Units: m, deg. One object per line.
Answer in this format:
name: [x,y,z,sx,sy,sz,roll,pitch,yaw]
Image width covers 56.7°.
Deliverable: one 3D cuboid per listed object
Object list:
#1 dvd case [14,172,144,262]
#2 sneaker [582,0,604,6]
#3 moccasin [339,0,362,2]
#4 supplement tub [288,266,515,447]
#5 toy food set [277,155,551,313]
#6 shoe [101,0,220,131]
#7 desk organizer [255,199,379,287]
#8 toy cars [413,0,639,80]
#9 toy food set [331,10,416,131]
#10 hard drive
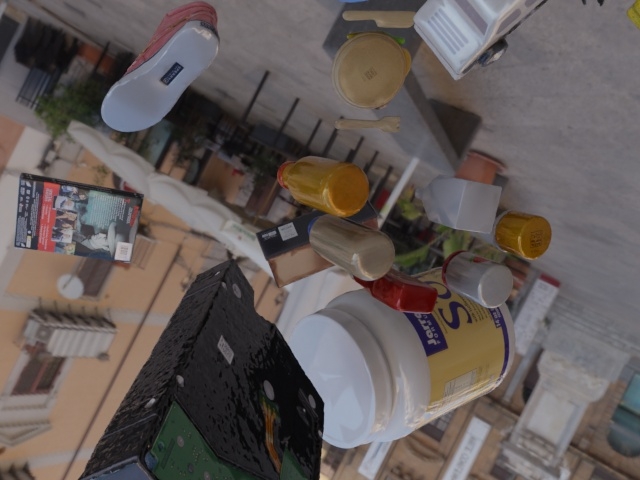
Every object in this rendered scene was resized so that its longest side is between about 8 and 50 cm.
dvd case: [-0.254,-0.021,0.623,0.119,0.087,0.013,10,-149,-19]
sneaker: [0.394,-0.405,0.788,0.051,0.089,0.170,2,159,-3]
moccasin: [0.021,-0.416,0.798,0.117,0.137,0.342,56,-178,-38]
supplement tub: [0.135,0.184,0.980,0.331,0.241,0.241,-11,-154,-39]
toy food set: [0.075,-0.005,0.511,0.232,0.111,0.104,6,-170,-28]
shoe: [-0.185,-0.204,0.696,0.063,0.178,0.081,38,-151,-35]
desk organizer: [0.000,0.000,0.659,0.047,0.130,0.050,-118,9,-46]
toy cars: [0.270,-0.244,0.535,0.393,0.177,0.087,4,-170,23]
toy food set: [0.080,-0.272,0.949,0.132,0.192,0.039,-1,-149,-11]
hard drive: [-0.082,0.188,0.579,0.237,0.064,0.339,60,-168,-18]
